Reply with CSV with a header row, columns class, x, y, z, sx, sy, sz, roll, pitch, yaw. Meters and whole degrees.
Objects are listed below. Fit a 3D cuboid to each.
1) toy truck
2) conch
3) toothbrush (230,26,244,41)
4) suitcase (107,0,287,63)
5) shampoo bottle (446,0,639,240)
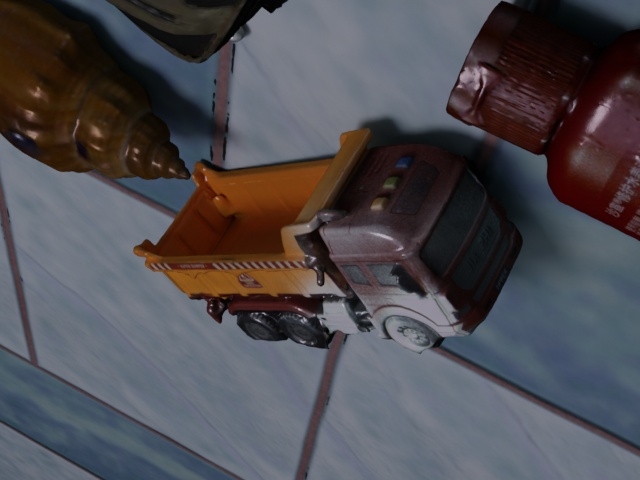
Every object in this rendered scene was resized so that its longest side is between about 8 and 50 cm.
class,x,y,z,sx,sy,sz,roll,pitch,yaw
toy truck,0.000,0.000,0.766,0.270,0.114,0.135,-2,137,45
conch,-0.234,-0.125,0.815,0.330,0.093,0.109,27,153,12
toothbrush,-0.129,-0.199,0.699,0.204,0.022,0.017,41,150,-12
suitcase,-0.055,-0.230,0.353,0.283,0.194,0.434,42,165,-8
shampoo bottle,0.222,-0.030,0.569,0.314,0.076,0.118,27,147,10
